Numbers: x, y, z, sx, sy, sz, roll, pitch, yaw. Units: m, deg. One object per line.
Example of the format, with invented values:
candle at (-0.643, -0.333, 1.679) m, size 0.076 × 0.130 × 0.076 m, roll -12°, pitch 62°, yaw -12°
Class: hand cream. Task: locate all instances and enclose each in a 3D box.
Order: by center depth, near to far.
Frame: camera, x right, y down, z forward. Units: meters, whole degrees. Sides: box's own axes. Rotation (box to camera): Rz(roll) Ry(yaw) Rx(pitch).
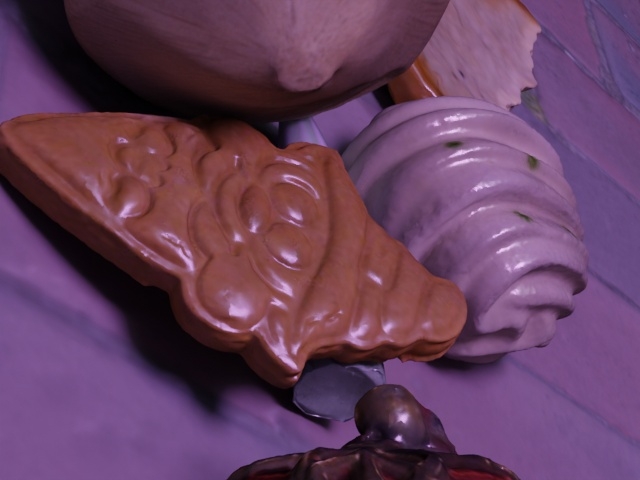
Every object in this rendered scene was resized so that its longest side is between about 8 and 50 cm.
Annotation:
hand cream at (0.000, 0.000, 0.696) m, size 0.078 × 0.050 × 0.204 m, roll 59°, pitch 17°, yaw -45°

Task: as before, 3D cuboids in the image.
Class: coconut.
coconut at (-0.029, -0.158, 0.653) m, size 0.224 × 0.224 × 0.224 m, roll 36°, pitch 35°, yaw -31°

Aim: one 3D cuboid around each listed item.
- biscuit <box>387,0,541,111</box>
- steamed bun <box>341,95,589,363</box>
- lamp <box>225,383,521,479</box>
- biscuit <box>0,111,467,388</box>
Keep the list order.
biscuit at (0.092, -0.164, 0.998) m, size 0.204 × 0.040 × 0.309 m, roll 47°, pitch 31°, yaw -16°
steamed bun at (0.099, -0.012, 0.791) m, size 0.183 × 0.106 × 0.182 m, roll 37°, pitch 34°, yaw -30°
lamp at (0.015, 0.160, 0.460) m, size 0.215 × 0.151 × 0.223 m, roll 12°, pitch 53°, yaw -45°
biscuit at (-0.034, -0.005, 0.610) m, size 0.250 × 0.035 × 0.162 m, roll 20°, pitch 38°, yaw -21°
